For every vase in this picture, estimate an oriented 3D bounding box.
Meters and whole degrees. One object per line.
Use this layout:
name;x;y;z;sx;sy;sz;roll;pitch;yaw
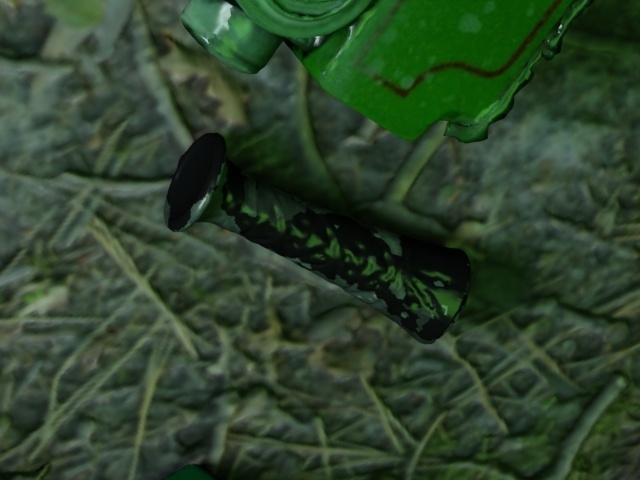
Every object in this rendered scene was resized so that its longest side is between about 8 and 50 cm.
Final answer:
vase;0.000;0.000;0.849;0.167;0.059;0.059;25;106;-23

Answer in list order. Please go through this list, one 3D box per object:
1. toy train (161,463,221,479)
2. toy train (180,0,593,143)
toy train;-0.091;0.309;0.911;0.249;0.178;0.429;-33;120;-12
toy train;0.046;-0.171;0.749;0.188;0.132;0.243;30;103;-33
